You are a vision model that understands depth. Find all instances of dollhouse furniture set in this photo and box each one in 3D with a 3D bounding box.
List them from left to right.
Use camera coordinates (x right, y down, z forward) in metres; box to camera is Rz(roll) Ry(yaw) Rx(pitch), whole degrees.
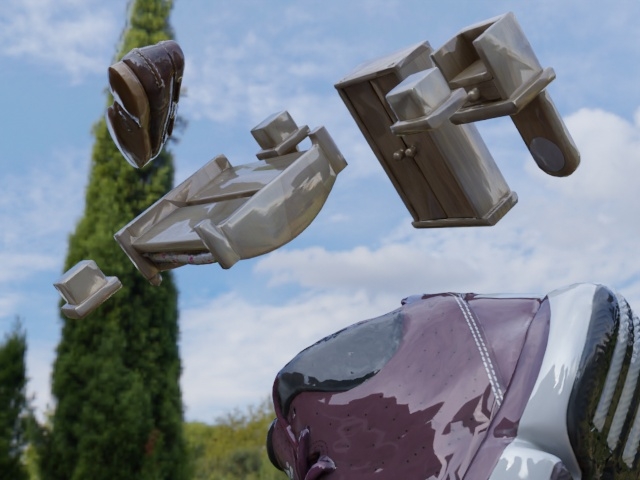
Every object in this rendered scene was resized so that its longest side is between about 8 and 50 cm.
[{"bbox_3d":[0.000,0.000,0.723,0.174,0.355,0.303,56,-26,-17],"label":"dollhouse furniture set"}]

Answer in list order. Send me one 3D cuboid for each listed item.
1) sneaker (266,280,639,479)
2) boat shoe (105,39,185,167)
[{"bbox_3d":[0.022,0.139,0.351,0.162,0.281,0.106,5,-34,42],"label":"sneaker"},{"bbox_3d":[-0.177,-0.138,0.893,0.073,0.073,0.207,-39,0,-21],"label":"boat shoe"}]
